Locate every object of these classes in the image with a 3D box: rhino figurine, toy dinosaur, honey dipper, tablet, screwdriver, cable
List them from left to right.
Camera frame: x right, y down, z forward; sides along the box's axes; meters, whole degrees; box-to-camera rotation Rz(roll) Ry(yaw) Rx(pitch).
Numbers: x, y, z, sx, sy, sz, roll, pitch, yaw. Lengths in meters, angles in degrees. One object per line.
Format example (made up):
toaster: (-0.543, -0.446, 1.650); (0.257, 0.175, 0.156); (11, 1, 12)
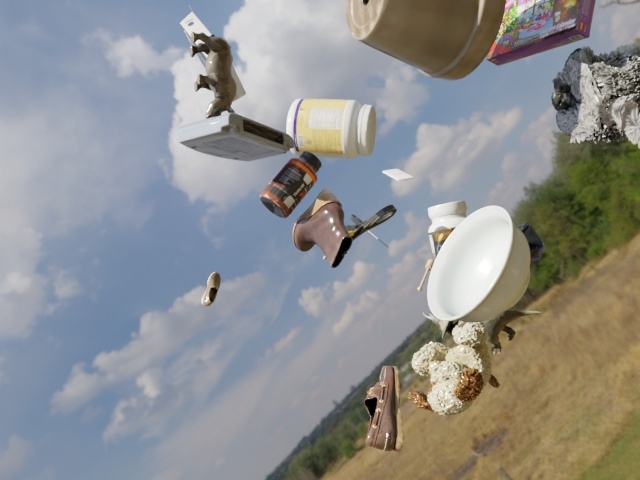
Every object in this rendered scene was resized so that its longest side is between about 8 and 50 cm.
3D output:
rhino figurine: (-0.274, -0.418, 1.367); (0.106, 0.243, 0.073); (-10, 13, -24)
cable: (0.125, -0.018, 1.691); (0.287, 0.072, 0.139); (-21, -31, -15)
screwdriver: (0.163, -0.030, 1.750); (0.024, 0.170, 0.025); (-55, -21, 21)
tablet: (0.212, -0.179, 1.416); (0.054, 0.083, 0.006); (-12, -61, -23)
honey dipper: (0.413, 0.139, 2.054); (0.160, 0.030, 0.030); (-55, -6, -38)
toy dinosaur: (0.469, 0.253, 1.503); (0.313, 0.160, 0.121); (-17, 34, 30)

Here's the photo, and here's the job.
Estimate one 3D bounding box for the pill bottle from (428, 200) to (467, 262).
pill bottle: (0.466, 0.011, 1.813); (0.162, 0.278, 0.162); (-11, -4, -1)

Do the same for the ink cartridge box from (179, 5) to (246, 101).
ink cartridge box: (-0.345, -0.581, 1.615); (0.065, 0.332, 0.165); (-31, -38, -4)

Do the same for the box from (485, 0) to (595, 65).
box: (0.590, -0.609, 1.403); (0.057, 0.293, 0.201); (14, -95, -29)

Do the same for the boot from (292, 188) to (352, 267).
boot: (0.000, 0.000, 1.477); (0.090, 0.207, 0.248); (4, -44, -26)

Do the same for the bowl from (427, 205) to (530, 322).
bowl: (0.396, 0.078, 1.236); (0.298, 0.134, 0.298); (-57, 15, 23)

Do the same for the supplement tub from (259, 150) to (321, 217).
supplement tub: (-0.080, -0.168, 1.517); (0.198, 0.106, 0.106); (-53, -14, -16)

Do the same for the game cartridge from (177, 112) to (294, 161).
game cartridge: (-0.231, -0.273, 1.414); (0.198, 0.062, 0.297); (-2, -3, 28)

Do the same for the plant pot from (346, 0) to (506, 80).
plant pot: (0.226, -0.563, 1.240); (0.280, 0.323, 0.323); (-1, -36, -24)

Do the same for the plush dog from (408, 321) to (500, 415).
plush dog: (0.357, 0.367, 1.364); (0.225, 0.210, 0.262); (-39, -5, -46)

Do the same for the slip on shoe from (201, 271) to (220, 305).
slip on shoe: (-0.384, 0.172, 1.862); (0.041, 0.051, 0.135); (-19, 40, 40)

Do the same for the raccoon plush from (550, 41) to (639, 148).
raccoon plush: (0.778, -0.324, 1.245); (0.299, 0.446, 0.216); (-14, -42, -6)

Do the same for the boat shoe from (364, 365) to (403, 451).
boat shoe: (0.123, 0.323, 1.034); (0.207, 0.073, 0.073); (-78, -7, -63)

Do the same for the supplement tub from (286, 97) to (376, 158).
supplement tub: (0.049, -0.460, 2.147); (0.241, 0.331, 0.241); (6, -90, -75)

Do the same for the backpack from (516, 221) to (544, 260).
backpack: (0.525, 0.025, 1.413); (0.120, 0.098, 0.101); (-12, -48, -4)
